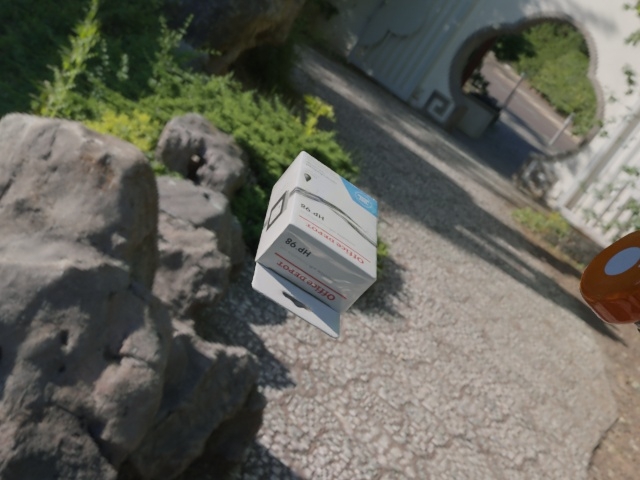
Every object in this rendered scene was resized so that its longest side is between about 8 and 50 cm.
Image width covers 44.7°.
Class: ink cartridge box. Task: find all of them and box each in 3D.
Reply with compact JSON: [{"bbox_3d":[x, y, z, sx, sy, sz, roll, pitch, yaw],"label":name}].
[{"bbox_3d":[0.000,0.000,0.768,0.104,0.060,0.180,33,30,-17],"label":"ink cartridge box"}]

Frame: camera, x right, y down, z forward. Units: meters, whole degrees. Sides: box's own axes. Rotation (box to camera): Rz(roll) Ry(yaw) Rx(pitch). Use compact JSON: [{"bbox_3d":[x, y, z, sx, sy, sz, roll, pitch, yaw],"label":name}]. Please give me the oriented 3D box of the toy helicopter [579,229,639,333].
[{"bbox_3d":[0.384,-0.025,0.596,0.140,0.355,0.235,48,-26,-11],"label":"toy helicopter"}]
